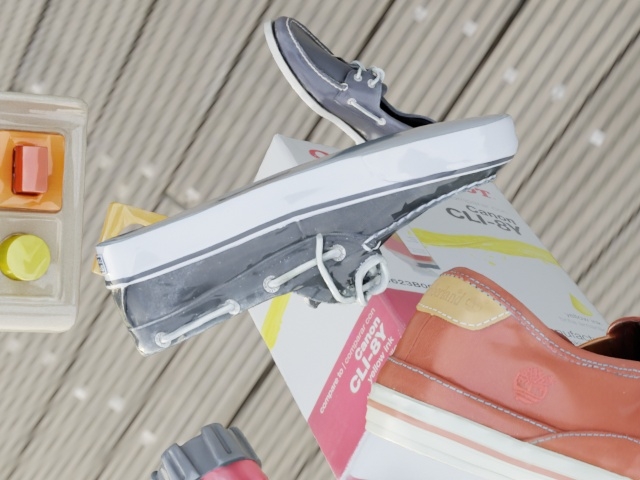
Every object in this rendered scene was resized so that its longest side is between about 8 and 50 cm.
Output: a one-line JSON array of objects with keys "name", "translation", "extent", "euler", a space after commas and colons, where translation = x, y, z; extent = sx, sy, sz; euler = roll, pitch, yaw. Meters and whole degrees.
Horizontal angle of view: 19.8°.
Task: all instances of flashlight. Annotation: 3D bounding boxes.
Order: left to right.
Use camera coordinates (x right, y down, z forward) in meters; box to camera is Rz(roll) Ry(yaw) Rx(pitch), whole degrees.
[{"name": "flashlight", "translation": [-0.044, 0.312, 1.681], "extent": [0.103, 0.103, 0.304], "euler": [-40, 62, 12]}]

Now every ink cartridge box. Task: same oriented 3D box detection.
[{"name": "ink cartridge box", "translation": [0.101, 0.075, 1.739], "extent": [0.279, 0.385, 0.160], "euler": [12, 116, -28]}]

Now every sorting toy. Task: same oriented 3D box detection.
[{"name": "sorting toy", "translation": [-0.271, -0.023, 1.465], "extent": [0.047, 0.347, 0.196], "euler": [-169, 83, -64]}]

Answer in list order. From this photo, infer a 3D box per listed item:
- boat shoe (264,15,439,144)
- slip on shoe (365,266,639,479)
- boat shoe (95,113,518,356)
[{"name": "boat shoe", "translation": [0.034, -0.132, 1.582], "extent": [0.065, 0.075, 0.206], "euler": [-32, 124, 23]}, {"name": "slip on shoe", "translation": [0.173, 0.095, 0.958], "extent": [0.331, 0.101, 0.123], "euler": [20, 179, -31]}, {"name": "boat shoe", "translation": [-0.001, 0.001, 1.267], "extent": [0.306, 0.113, 0.105], "euler": [-20, 96, 5]}]
